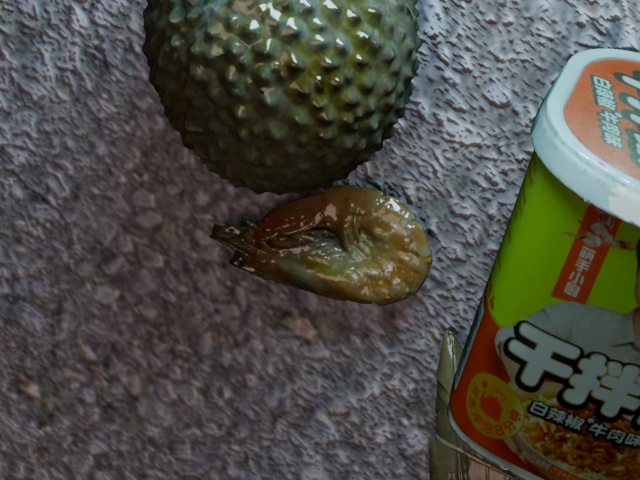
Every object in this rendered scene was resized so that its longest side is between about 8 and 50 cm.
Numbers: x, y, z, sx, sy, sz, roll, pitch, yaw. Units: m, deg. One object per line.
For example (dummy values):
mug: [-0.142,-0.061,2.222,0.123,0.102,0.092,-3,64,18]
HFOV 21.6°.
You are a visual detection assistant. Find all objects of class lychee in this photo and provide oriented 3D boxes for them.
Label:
lychee: [-0.040,-0.166,1.420,0.255,0.274,0.255,-1,87,24]

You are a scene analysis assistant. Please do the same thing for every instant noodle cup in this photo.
instant noodle cup: [0.257,0.043,1.411,0.294,0.294,0.308,26,122,7]

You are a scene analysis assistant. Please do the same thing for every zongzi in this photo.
zongzi: [0.197,0.177,1.571,0.189,0.081,0.178,5,100,10]

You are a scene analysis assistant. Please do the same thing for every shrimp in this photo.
shrimp: [0.001,-0.001,1.577,0.217,0.051,0.115,8,105,16]
